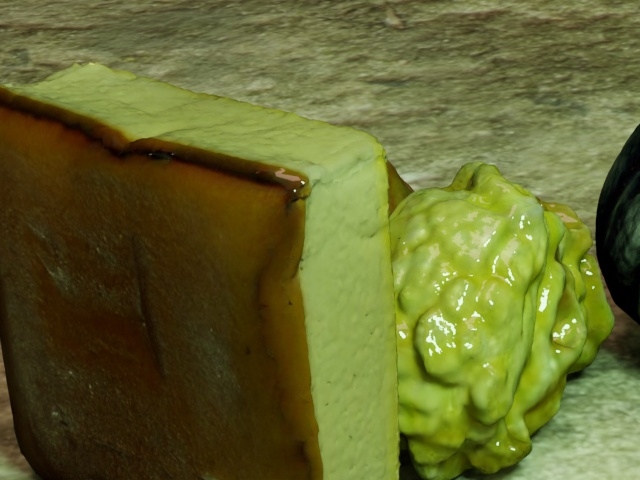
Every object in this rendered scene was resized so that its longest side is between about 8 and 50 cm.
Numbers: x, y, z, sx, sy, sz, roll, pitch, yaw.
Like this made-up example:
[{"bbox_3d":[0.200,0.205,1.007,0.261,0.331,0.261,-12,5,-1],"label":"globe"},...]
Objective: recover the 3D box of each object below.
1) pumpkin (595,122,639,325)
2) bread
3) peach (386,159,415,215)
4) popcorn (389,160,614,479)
[{"bbox_3d":[0.377,-0.028,1.536,0.296,0.296,0.296,-4,25,2],"label":"pumpkin"},{"bbox_3d":[-0.098,0.053,1.394,0.324,0.333,0.143,14,28,38],"label":"bread"},{"bbox_3d":[0.000,0.000,1.637,0.214,0.214,0.235,11,22,30],"label":"peach"},{"bbox_3d":[0.127,0.048,1.486,0.174,0.225,0.286,15,33,29],"label":"popcorn"}]
